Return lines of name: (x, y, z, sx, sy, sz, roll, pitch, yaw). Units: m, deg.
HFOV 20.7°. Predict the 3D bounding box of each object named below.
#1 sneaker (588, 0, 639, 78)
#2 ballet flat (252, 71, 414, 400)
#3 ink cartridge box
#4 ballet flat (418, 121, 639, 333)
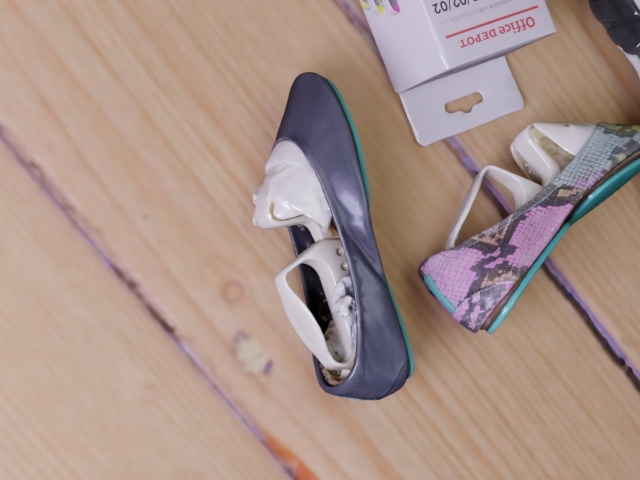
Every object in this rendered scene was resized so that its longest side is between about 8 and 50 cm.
sneaker: (0.323, -0.101, 1.242, 0.182, 0.158, 0.410, -15, 89, -44)
ballet flat: (0.000, 0.000, 1.047, 0.074, 0.074, 0.203, -14, 88, -34)
ink cartridge box: (0.083, -0.164, 1.144, 0.104, 0.061, 0.181, -23, 91, -34)
ballet flat: (0.142, -0.028, 1.149, 0.079, 0.077, 0.221, 43, 57, 6)
